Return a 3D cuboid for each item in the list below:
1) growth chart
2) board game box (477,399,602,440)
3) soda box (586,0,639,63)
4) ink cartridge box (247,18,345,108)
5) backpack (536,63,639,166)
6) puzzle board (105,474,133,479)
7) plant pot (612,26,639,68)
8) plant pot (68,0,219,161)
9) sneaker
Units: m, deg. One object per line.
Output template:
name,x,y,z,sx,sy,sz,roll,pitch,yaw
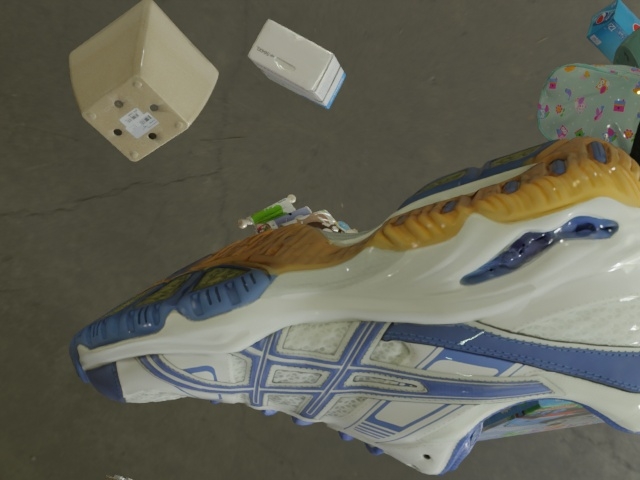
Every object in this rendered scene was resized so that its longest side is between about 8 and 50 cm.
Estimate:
growth chart,0.000,0.000,1.565,0.237,0.172,0.021,32,127,16
board game box,0.192,0.106,0.659,0.160,0.211,0.039,-6,74,-8
soda box,0.608,-0.357,1.783,0.210,0.071,0.067,39,140,-18
ink cartridge box,-0.041,-0.337,1.801,0.148,0.203,0.086,29,92,6
backpack,0.357,-0.152,1.127,0.115,0.182,0.152,9,106,-42
puzzle board,-0.205,0.309,1.118,0.096,0.128,0.011,36,67,-13
plant pot,0.601,-0.244,1.467,0.235,0.293,0.293,-11,96,4
plant pot,-0.173,-0.143,0.893,0.109,0.096,0.109,-29,127,21
sneaker,0.013,0.057,0.429,0.296,0.112,0.131,-15,104,29
